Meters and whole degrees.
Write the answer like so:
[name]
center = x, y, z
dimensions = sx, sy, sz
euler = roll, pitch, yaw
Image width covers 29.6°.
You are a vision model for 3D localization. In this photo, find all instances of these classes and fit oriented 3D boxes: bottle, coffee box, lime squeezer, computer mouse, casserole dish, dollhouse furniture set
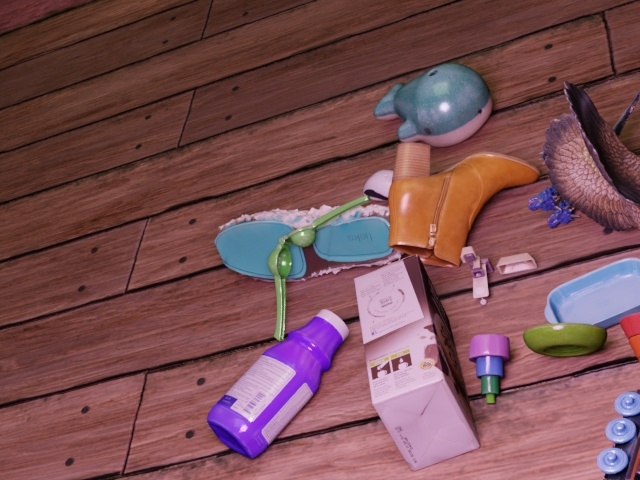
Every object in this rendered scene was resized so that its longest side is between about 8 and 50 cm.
[bottle]
center = -0.064, 0.237, 2.058
dimensions = 0.118, 0.092, 0.283
euler = 18, 56, 45
[coffee box]
center = 0.148, 0.187, 1.909
dimensions = 0.118, 0.168, 0.297
euler = -22, 37, 11
[lime squeezer]
center = -0.034, 0.023, 2.197
dimensions = 0.110, 0.059, 0.310
euler = 40, 101, 42
[computer mouse]
center = 0.152, -0.105, 2.373
dimensions = 0.193, 0.042, 0.106
euler = 13, 54, 43
[casserole dish]
center = 0.450, 0.095, 1.925
dimensions = 0.188, 0.037, 0.114
euler = -24, 36, 8
[dollhouse furniture set]
center = 0.305, 0.057, 2.047
dimensions = 0.114, 0.091, 0.081
euler = -12, 54, 19

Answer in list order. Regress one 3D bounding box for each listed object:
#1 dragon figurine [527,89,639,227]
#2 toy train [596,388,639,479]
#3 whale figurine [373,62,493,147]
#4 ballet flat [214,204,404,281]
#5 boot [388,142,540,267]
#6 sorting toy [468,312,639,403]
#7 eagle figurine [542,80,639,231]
[dragon figurine]
center = 0.483, -0.136, 2.142
dimensions = 0.289, 0.085, 0.144
euler = -34, 37, 2
[toy train]
center = 0.448, 0.282, 1.663
dimensions = 0.105, 0.080, 0.184
euler = 4, 46, 30
[whale figurine]
center = 0.218, -0.292, 2.473
dimensions = 0.272, 0.141, 0.216
euler = 18, 56, 47
[ballet flat]
center = 0.000, 0.000, 2.305
dimensions = 0.408, 0.147, 0.147
euler = -3, 43, 28
[boot]
center = 0.257, -0.053, 2.182
dimensions = 0.104, 0.295, 0.211
euler = 147, 128, -68
[sorting toy]
center = 0.393, 0.192, 1.818
dimensions = 0.365, 0.127, 0.126
euler = -10, 69, 30
[eagle figurine]
center = 0.493, -0.110, 1.957
dimensions = 0.298, 0.226, 0.225
euler = 22, 31, 5
